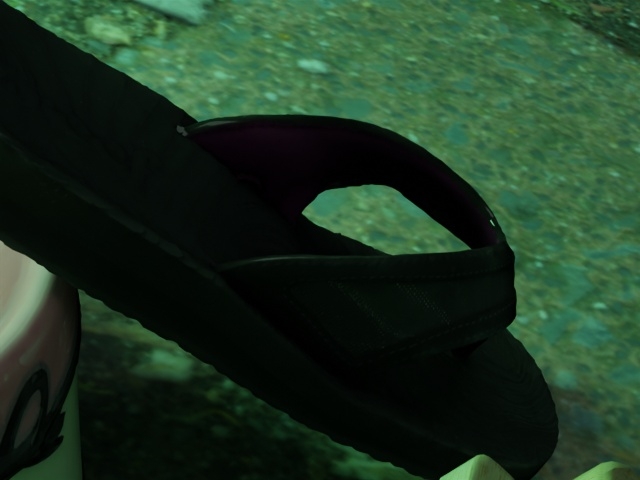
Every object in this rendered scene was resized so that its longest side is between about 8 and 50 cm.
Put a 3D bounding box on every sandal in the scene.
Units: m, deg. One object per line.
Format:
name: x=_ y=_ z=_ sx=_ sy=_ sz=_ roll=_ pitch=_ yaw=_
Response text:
sandal: x=0.000 y=0.001 z=0.894 sx=0.446 sy=0.107 sz=0.167 roll=30 pitch=25 yaw=-44

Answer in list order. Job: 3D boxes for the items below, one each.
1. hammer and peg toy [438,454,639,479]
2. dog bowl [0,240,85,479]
hammer and peg toy: x=0.099 y=0.253 z=0.620 sx=0.266 sy=0.127 sz=0.361 roll=47 pitch=29 yaw=-14
dog bowl: x=-0.285 y=0.030 z=0.813 sx=0.408 sy=0.150 sz=0.408 roll=14 pitch=32 yaw=-9
